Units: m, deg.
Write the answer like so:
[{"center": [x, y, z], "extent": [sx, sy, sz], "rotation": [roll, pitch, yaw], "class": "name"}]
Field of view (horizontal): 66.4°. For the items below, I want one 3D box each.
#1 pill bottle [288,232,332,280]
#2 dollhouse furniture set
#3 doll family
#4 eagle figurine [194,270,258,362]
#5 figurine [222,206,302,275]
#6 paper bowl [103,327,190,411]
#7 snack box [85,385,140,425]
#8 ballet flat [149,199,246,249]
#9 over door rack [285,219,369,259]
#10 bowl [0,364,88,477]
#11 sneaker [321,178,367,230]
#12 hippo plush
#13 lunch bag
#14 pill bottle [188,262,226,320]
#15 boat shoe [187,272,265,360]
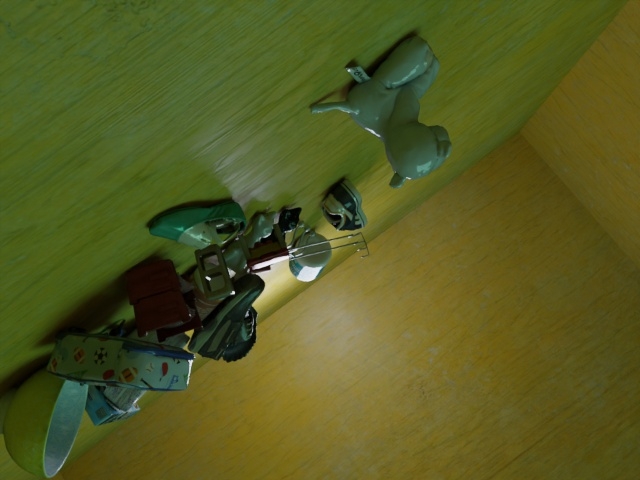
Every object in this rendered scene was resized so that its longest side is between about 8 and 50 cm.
[{"center": [-0.049, 0.078, 1.986], "extent": [0.146, 0.146, 0.264], "rotation": [-33, 169, -21], "class": "pill bottle"}, {"center": [-0.249, 0.109, 1.175], "extent": [0.374, 0.152, 0.201], "rotation": [-18, 167, -7], "class": "dollhouse furniture set"}, {"center": [-0.592, 0.305, 1.337], "extent": [0.111, 0.076, 0.193], "rotation": [123, -20, -72], "class": "doll family"}, {"center": [-0.329, 0.252, 1.682], "extent": [0.225, 0.226, 0.298], "rotation": [2, 141, -9], "class": "eagle figurine"}, {"center": [-0.163, -0.012, 1.417], "extent": [0.209, 0.092, 0.215], "rotation": [-50, 164, 25], "class": "figurine"}, {"center": [-0.547, 0.365, 1.499], "extent": [0.284, 0.148, 0.284], "rotation": [-49, -179, 1], "class": "paper bowl"}, {"center": [-0.696, 0.494, 1.581], "extent": [0.060, 0.187, 0.322], "rotation": [-34, 170, -14], "class": "snack box"}, {"center": [-0.241, -0.029, 1.032], "extent": [0.083, 0.087, 0.247], "rotation": [-43, 168, 32], "class": "ballet flat"}, {"center": [0.000, 0.000, 1.648], "extent": [0.324, 0.108, 0.239], "rotation": [-2, 173, 9], "class": "over door rack"}, {"center": [-0.726, 0.444, 1.257], "extent": [0.156, 0.290, 0.289], "rotation": [10, 158, -8], "class": "bowl"}, {"center": [0.076, -0.098, 1.685], "extent": [0.127, 0.126, 0.321], "rotation": [-41, 159, -4], "class": "sneaker"}, {"center": [0.188, -0.256, 1.012], "extent": [0.234, 0.237, 0.294], "rotation": [-42, 169, 28], "class": "hippo plush"}, {"center": [-0.470, 0.286, 1.168], "extent": [0.303, 0.115, 0.243], "rotation": [4, 166, 24], "class": "lunch bag"}, {"center": [-0.364, 0.171, 1.422], "extent": [0.216, 0.121, 0.121], "rotation": [-42, 168, 28], "class": "pill bottle"}, {"center": [-0.260, 0.235, 1.470], "extent": [0.355, 0.130, 0.132], "rotation": [-45, -162, 29], "class": "boat shoe"}]
